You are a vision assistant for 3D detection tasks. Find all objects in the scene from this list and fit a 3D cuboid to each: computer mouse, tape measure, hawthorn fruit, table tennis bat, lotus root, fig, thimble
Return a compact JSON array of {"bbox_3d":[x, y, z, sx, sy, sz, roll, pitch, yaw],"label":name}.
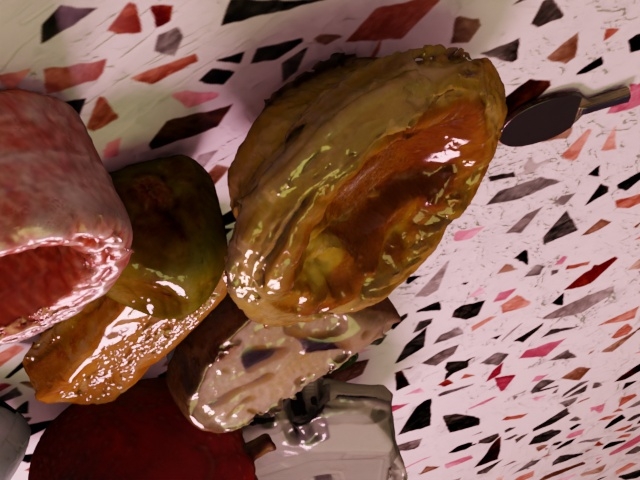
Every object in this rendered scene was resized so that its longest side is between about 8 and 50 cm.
[{"bbox_3d":[-0.004,0.257,2.260,0.228,0.145,0.429,-7,158,2],"label":"computer mouse"},{"bbox_3d":[-0.415,0.304,1.850,0.084,0.330,0.164,34,122,-11],"label":"tape measure"},{"bbox_3d":[-0.203,0.290,2.025,0.307,0.265,0.265,-23,157,-16],"label":"hawthorn fruit"},{"bbox_3d":[0.271,-0.141,1.862,0.158,0.014,0.095,-17,154,-10],"label":"table tennis bat"},{"bbox_3d":[-0.055,0.110,1.865,0.261,0.074,0.170,-35,136,5],"label":"lotus root"},{"bbox_3d":[-0.158,0.006,1.609,0.144,0.154,0.165,-11,122,11],"label":"fig"},{"bbox_3d":[-0.294,-0.015,1.439,0.239,0.162,0.239,-21,159,-9],"label":"thimble"}]

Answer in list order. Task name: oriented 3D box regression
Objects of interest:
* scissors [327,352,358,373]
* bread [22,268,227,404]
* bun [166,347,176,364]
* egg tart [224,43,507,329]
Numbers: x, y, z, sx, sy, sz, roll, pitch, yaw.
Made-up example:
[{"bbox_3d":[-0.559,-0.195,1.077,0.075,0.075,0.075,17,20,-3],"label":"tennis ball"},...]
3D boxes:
[{"bbox_3d":[-0.039,0.166,2.193,0.204,0.027,0.101,-16,154,-21],"label":"scissors"},{"bbox_3d":[-0.213,0.083,1.806,0.139,0.077,0.271,7,140,-43],"label":"bread"},{"bbox_3d":[-0.117,0.114,1.952,0.141,0.083,0.140,-18,140,-16],"label":"bun"},{"bbox_3d":[0.024,-0.063,1.601,0.352,0.150,0.352,-35,155,-19],"label":"egg tart"}]
